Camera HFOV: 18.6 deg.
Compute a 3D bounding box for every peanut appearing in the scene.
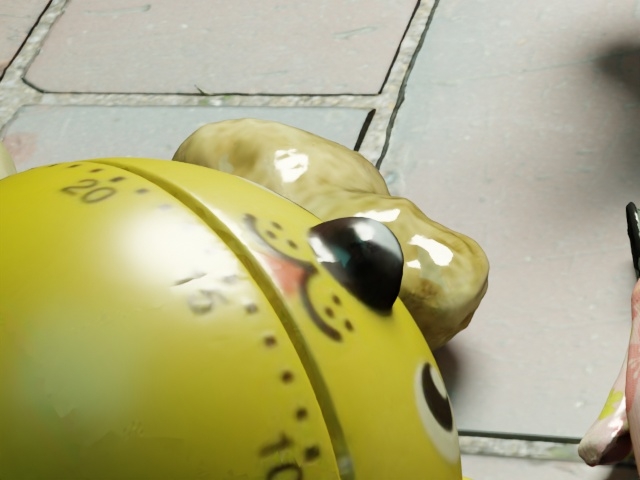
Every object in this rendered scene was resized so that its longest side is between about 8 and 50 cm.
[{"bbox_3d":[0.000,0.000,1.269,0.137,0.122,0.253,-36,46,-17],"label":"peanut"}]

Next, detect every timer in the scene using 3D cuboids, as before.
[{"bbox_3d":[-0.064,0.114,1.010,0.387,0.376,0.376,-13,31,-40],"label":"timer"}]

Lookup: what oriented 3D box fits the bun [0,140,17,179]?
[{"bbox_3d":[-0.359,0.026,1.283,0.326,0.234,0.362,23,37,30],"label":"bun"}]

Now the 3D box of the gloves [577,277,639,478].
[{"bbox_3d":[0.231,0.063,1.109,0.145,0.126,0.241,11,47,19],"label":"gloves"}]

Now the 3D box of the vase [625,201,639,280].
[{"bbox_3d":[0.280,-0.010,1.238,0.167,0.059,0.059,-10,40,8],"label":"vase"}]
